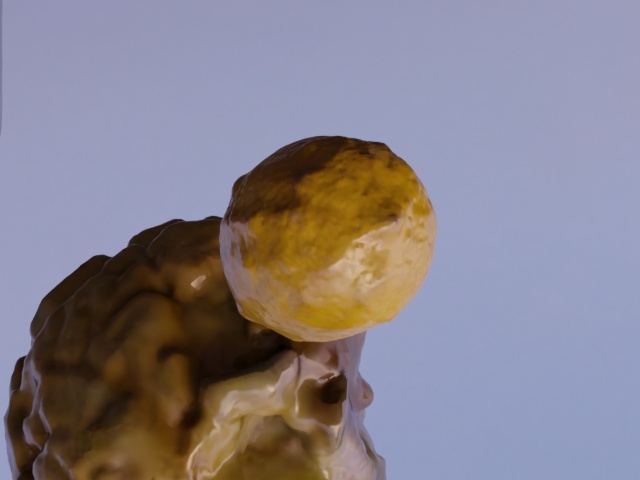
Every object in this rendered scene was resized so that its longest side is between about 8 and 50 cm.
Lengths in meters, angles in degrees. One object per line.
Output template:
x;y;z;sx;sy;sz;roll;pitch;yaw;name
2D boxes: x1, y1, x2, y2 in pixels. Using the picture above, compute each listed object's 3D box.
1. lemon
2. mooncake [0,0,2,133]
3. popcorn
0.000;0.000;0.717;0.114;0.114;0.155;-14;177;-29;lemon
-0.371;-0.203;1.225;0.135;0.275;0.275;0;-158;-5;mooncake
-0.119;0.177;1.225;0.390;0.344;0.354;-45;-121;-10;popcorn
